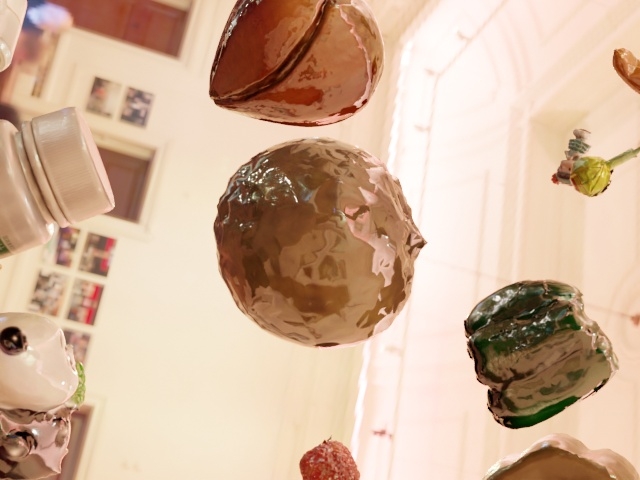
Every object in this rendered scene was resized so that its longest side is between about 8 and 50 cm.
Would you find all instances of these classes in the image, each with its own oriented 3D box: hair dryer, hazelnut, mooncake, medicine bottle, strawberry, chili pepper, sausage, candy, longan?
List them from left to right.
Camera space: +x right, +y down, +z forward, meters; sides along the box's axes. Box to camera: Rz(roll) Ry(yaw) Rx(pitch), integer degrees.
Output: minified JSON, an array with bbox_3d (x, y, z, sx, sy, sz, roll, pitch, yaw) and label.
[{"bbox_3d":[-0.577,-0.472,1.744,0.357,0.108,0.173,112,-19,-48],"label":"hair dryer"},{"bbox_3d":[-0.514,-0.076,1.565,0.208,0.340,0.208,160,-90,-84],"label":"medicine bottle"},{"bbox_3d":[-0.034,-0.210,1.128,0.208,0.208,0.208,-164,-90,-76],"label":"hazelnut"},{"bbox_3d":[0.000,0.000,1.773,0.391,0.391,0.391,-164,-90,-76],"label":"longan"},{"bbox_3d":[0.024,0.500,2.162,0.148,0.131,0.131,6,-100,66],"label":"strawberry"},{"bbox_3d":[0.413,0.213,1.870,0.257,0.248,0.233,-27,-154,16],"label":"chili pepper"},{"bbox_3d":[0.476,0.564,1.930,0.201,0.378,0.378,-16,127,-68],"label":"mooncake"},{"bbox_3d":[0.449,-0.124,1.448,0.194,0.062,0.058,-31,-154,35],"label":"candy"},{"bbox_3d":[0.641,-0.315,1.967,0.062,0.183,0.054,-64,-169,-23],"label":"sausage"}]

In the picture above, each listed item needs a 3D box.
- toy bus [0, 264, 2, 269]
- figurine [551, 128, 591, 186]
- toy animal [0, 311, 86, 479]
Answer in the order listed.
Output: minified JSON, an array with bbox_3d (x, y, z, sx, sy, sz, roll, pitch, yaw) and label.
[{"bbox_3d":[-0.511,0.015,1.240,0.098,0.201,0.114,-49,-171,15],"label":"toy bus"},{"bbox_3d":[0.449,-0.147,1.773,0.060,0.047,0.106,21,-83,45],"label":"figurine"},{"bbox_3d":[-0.491,0.251,1.643,0.212,0.212,0.266,-142,-112,-75],"label":"toy animal"}]
